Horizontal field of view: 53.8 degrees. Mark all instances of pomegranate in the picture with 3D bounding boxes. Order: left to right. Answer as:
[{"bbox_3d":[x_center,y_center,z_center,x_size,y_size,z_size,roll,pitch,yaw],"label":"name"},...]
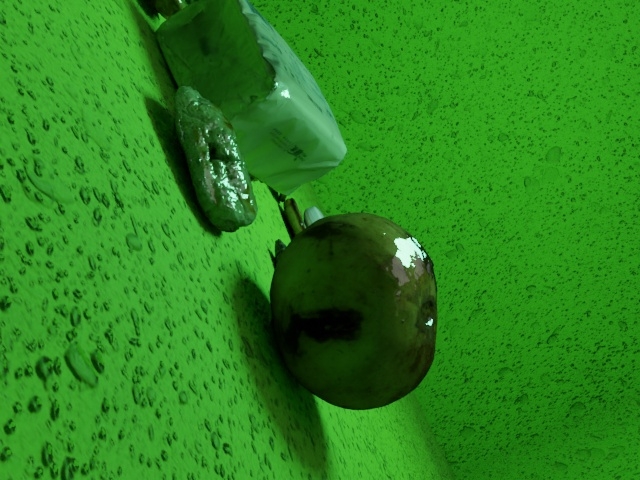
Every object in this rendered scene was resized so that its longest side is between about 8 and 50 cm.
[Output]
[{"bbox_3d":[0.055,0.113,1.041,0.322,0.322,0.322,63,5,-11],"label":"pomegranate"}]

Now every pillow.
[{"bbox_3d":[-0.054,0.101,1.328,0.113,0.038,0.203,63,5,-47],"label":"pillow"}]

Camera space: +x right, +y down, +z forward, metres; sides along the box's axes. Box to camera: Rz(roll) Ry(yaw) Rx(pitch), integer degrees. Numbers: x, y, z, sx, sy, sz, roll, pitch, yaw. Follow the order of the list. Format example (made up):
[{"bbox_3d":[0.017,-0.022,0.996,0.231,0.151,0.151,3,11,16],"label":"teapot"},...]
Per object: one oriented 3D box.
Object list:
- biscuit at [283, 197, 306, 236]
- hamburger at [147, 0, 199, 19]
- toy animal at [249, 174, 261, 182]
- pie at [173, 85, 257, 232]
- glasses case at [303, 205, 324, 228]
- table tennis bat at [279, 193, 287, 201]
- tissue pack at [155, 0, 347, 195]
[{"bbox_3d":[-0.040,0.014,1.797,0.154,0.045,0.299,70,-3,-69],"label":"biscuit"},{"bbox_3d":[-0.313,-0.556,1.292,0.237,0.148,0.237,62,-3,6],"label":"hamburger"},{"bbox_3d":[-0.158,-0.170,1.485,0.083,0.060,0.081,51,54,-72],"label":"toy animal"},{"bbox_3d":[-0.167,-0.130,1.020,0.201,0.089,0.248,54,15,-77],"label":"pie"},{"bbox_3d":[0.000,0.000,1.986,0.297,0.075,0.113,76,-9,-60],"label":"glasses case"},{"bbox_3d":[-0.069,-0.256,1.821,0.198,0.050,0.321,-84,-167,-56],"label":"table tennis bat"},{"bbox_3d":[-0.127,-0.296,1.320,0.380,0.207,0.297,32,31,-62],"label":"tissue pack"}]
